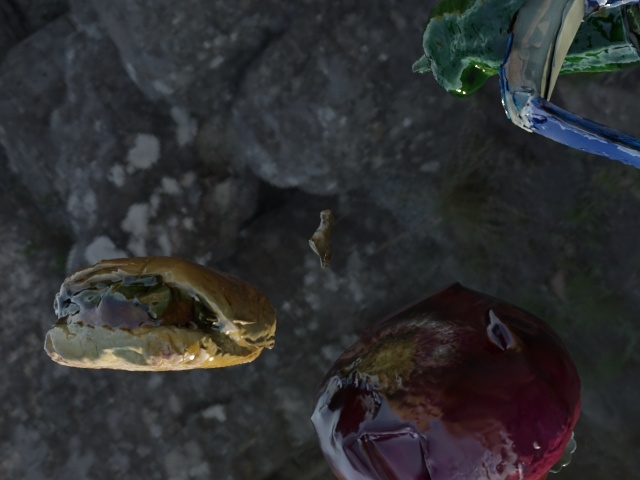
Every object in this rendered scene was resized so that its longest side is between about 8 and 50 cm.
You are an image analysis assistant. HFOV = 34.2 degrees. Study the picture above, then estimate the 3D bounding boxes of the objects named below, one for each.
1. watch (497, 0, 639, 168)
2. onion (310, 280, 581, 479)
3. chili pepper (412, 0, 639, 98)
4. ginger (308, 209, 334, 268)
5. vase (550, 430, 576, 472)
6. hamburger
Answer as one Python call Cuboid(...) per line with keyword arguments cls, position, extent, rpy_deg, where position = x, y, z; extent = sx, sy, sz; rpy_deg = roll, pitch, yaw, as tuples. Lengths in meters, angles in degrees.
Cuboid(cls="watch", position=(0.310, -0.176, 0.875), extent=(0.275, 0.276, 0.068), rpy_deg=(23, 162, 29))
Cuboid(cls="onion", position=(0.218, 0.291, 1.523), extent=(0.420, 0.398, 0.398), rpy_deg=(57, 164, -15))
Cuboid(cls="chili pepper", position=(0.205, -0.218, 1.082), extent=(0.270, 0.099, 0.136), rpy_deg=(-10, 110, 44))
Cuboid(cls="ginger", position=(-0.001, 0.001, 1.543), extent=(0.030, 0.048, 0.097), rpy_deg=(16, 120, 21))
Cuboid(cls="vase", position=(0.337, 0.314, 1.694), extent=(0.081, 0.081, 0.149), rpy_deg=(58, 164, -23))
Cuboid(cls="hamburger", position=(-0.234, 0.103, 1.471), extent=(0.209, 0.330, 0.162), rpy_deg=(80, -166, -80))
